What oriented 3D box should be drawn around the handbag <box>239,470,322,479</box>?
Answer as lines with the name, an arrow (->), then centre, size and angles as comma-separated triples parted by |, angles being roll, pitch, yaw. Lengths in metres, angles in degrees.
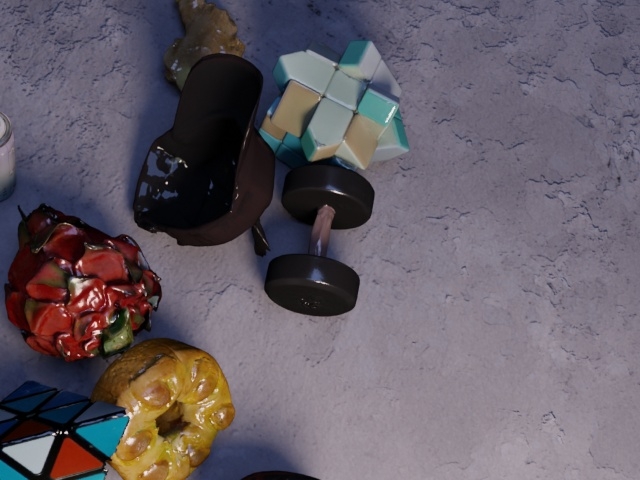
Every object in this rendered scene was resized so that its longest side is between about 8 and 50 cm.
handbag -> -0.066, 0.413, 1.666 | 0.169, 0.215, 0.155 | 12, 76, -5

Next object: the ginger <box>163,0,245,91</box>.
ginger -> -0.200, -0.348, 2.003 | 0.138, 0.074, 0.213 | 9, 62, -10

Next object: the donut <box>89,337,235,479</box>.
donut -> -0.235, 0.253, 1.694 | 0.114, 0.226, 0.226 | 24, 58, 41

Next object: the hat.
hat -> -0.133, -0.126, 1.839 | 0.209, 0.336, 0.238 | 7, 34, -43

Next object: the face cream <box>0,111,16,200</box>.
face cream -> -0.506, -0.134, 1.758 | 0.075, 0.229, 0.075 | 5, 69, -12

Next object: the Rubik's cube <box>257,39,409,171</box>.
Rubik's cube -> 0.029, -0.208, 1.924 | 0.265, 0.213, 0.224 | 34, 64, -2

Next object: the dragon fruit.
dragon fruit -> -0.370, 0.054, 1.741 | 0.234, 0.233, 0.293 | -15, 60, -18

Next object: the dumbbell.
dumbbell -> 0.000, 0.000, 1.871 | 0.153, 0.152, 0.218 | 13, 67, -8

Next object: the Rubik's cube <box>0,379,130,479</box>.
Rubik's cube -> -0.409, 0.363, 1.603 | 0.250, 0.284, 0.234 | -24, 109, -44
